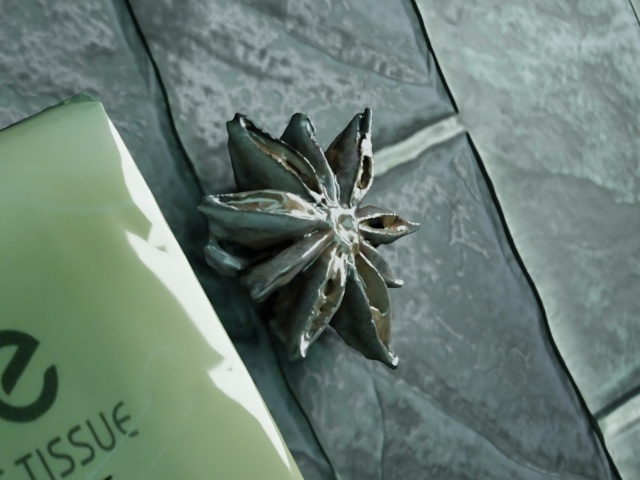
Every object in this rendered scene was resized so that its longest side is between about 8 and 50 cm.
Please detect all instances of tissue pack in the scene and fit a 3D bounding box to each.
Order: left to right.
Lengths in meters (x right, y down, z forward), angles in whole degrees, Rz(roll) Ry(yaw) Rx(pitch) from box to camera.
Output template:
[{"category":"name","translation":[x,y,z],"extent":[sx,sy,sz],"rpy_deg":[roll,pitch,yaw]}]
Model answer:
[{"category":"tissue pack","translation":[-0.216,0.158,0.845],"extent":[0.405,0.205,0.331],"rpy_deg":[-29,91,-43]}]

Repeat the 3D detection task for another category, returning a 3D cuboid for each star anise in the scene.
[{"category":"star anise","translation":[0.000,0.000,1.174],"extent":[0.182,0.065,0.195],"rpy_deg":[-29,91,-47]}]
